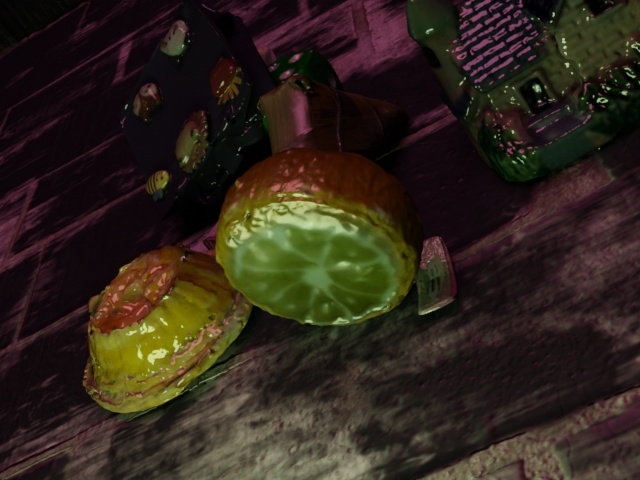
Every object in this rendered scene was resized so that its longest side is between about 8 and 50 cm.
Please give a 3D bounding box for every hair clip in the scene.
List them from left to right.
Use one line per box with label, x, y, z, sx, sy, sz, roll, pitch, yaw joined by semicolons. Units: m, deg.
hair clip;0.140;0.046;1.196;0.054;0.022;0.137;-27;32;16

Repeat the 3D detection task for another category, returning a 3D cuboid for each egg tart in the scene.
egg tart;-0.238;0.107;1.396;0.315;0.120;0.315;-26;33;18

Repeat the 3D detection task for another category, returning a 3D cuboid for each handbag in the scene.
handbag;-0.218;-0.225;1.664;0.303;0.122;0.329;-55;41;27

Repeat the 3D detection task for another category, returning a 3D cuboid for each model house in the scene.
model house;0.283;-0.279;1.261;0.298;0.284;0.243;-31;26;8

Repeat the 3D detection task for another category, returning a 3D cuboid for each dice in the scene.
dice;-0.039;-0.249;1.671;0.128;0.131;0.120;-18;35;30

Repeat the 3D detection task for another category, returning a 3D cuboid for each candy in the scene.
candy;0.000;0.000;1.177;0.260;0.260;0.118;-17;43;29

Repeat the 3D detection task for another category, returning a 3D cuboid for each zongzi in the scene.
zongzi;0.049;-0.104;1.437;0.125;0.274;0.251;-19;72;46

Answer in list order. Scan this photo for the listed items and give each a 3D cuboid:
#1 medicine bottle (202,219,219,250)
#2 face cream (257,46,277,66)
medicine bottle;-0.069;-0.054;1.516;0.171;0.052;0.201;-2;43;44
face cream;-0.234;-0.245;1.884;0.348;0.081;0.173;-20;61;26
